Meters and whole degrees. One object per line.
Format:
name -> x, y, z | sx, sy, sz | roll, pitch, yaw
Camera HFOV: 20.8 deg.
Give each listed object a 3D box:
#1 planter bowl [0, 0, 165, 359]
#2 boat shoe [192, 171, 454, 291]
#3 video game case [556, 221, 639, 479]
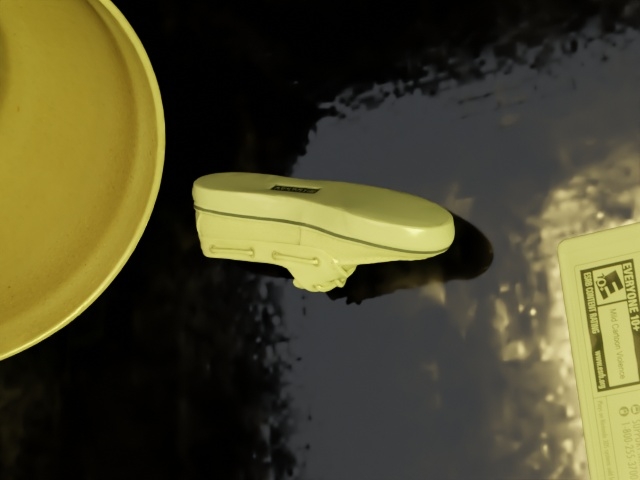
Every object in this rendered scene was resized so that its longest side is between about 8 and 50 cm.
planter bowl -> -0.150, -0.047, 0.633 | 0.162, 0.162, 0.109 | -54, 36, 7
boat shoe -> 0.000, 0.000, 0.605 | 0.100, 0.035, 0.035 | 8, 110, 25
video game case -> 0.150, 0.061, 0.519 | 0.143, 0.019, 0.157 | -14, 72, 24
